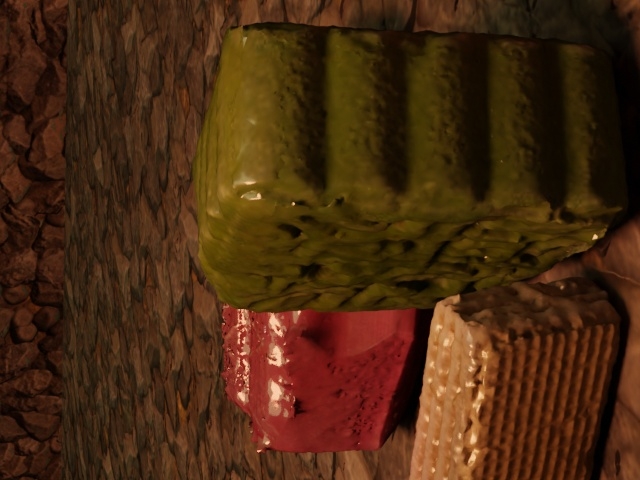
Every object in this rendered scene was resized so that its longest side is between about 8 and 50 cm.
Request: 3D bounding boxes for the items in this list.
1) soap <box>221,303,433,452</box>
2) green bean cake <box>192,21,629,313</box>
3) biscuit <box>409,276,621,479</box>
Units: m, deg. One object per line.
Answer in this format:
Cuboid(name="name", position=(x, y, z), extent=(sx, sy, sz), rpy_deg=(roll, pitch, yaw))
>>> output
Cuboid(name="soap", position=(0.000, 0.000, 1.000), extent=(0.220, 0.127, 0.325), rpy_deg=(-151, 59, -66))
Cuboid(name="green bean cake", position=(0.037, -0.033, 0.753), extent=(0.248, 0.222, 0.125), rpy_deg=(132, 137, -72))
Cuboid(name="biscuit", position=(0.109, 0.137, 0.756), extent=(0.062, 0.108, 0.239), rpy_deg=(-135, 44, -53))
